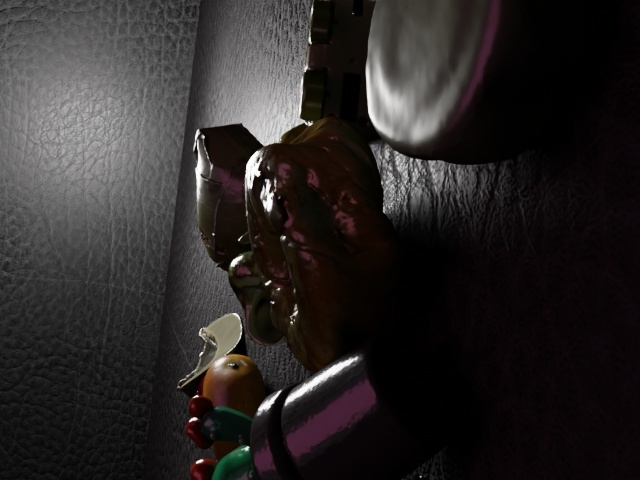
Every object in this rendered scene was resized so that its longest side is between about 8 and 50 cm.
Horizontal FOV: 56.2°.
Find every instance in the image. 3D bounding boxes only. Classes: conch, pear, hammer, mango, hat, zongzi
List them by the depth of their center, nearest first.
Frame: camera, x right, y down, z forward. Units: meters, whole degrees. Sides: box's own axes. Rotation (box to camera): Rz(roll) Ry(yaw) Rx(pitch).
[{"bbox_3d":[-0.032,-0.160,1.132,0.107,0.107,0.131,130,152,-54],"label":"pear"},{"bbox_3d":[-0.101,0.099,1.205,0.187,0.124,0.181,23,120,36],"label":"conch"},{"bbox_3d":[-0.134,0.030,1.270,0.028,0.060,0.195,50,163,23],"label":"hammer"},{"bbox_3d":[-0.129,-0.030,1.326,0.393,0.174,0.356,36,136,35],"label":"zongzi"},{"bbox_3d":[-0.189,0.384,1.345,0.175,0.139,0.254,125,138,-71],"label":"mango"},{"bbox_3d":[-0.277,0.332,1.653,0.245,0.149,0.214,-19,36,31],"label":"hat"}]

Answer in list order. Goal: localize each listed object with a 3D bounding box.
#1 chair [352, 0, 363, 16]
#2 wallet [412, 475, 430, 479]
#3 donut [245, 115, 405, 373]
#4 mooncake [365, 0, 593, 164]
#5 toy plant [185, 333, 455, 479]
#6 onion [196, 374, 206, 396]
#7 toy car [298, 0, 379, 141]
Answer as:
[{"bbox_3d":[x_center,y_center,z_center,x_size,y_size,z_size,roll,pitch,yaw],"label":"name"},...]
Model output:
[{"bbox_3d":[0.121,-0.426,0.777,0.159,0.172,0.246,129,134,-55],"label":"chair"},{"bbox_3d":[0.145,0.356,0.677,0.176,0.026,0.095,-133,47,-64],"label":"wallet"},{"bbox_3d":[0.001,0.008,0.864,0.360,0.170,0.360,165,90,-73],"label":"donut"},{"bbox_3d":[0.152,-0.207,0.633,0.275,0.135,0.275,-1,89,63],"label":"mooncake"},{"bbox_3d":[-0.016,0.290,0.772,0.400,0.279,0.185,-42,31,27],"label":"toy plant"},{"bbox_3d":[-0.253,0.389,1.517,0.131,0.131,0.131,-174,90,-68],"label":"onion"},{"bbox_3d":[0.040,-0.261,0.972,0.235,0.145,0.235,-174,90,-85],"label":"toy car"}]
